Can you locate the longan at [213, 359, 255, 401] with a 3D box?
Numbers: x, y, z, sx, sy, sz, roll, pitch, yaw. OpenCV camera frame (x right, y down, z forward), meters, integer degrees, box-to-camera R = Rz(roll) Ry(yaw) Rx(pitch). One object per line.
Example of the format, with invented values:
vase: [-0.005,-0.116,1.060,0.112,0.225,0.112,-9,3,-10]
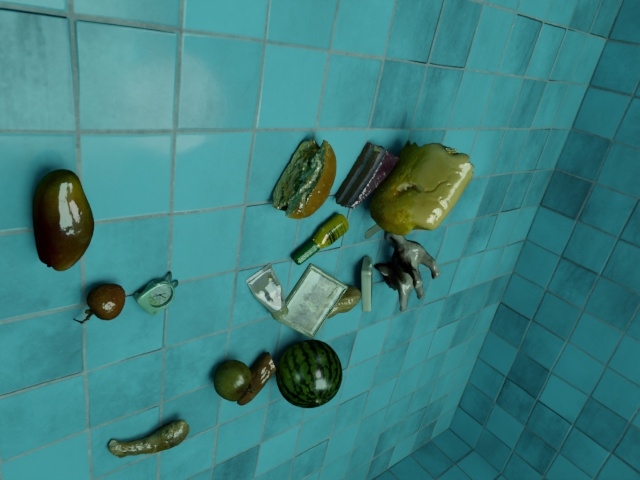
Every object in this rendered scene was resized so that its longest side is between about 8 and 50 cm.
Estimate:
longan: [-0.322,0.535,1.809,0.145,0.176,0.155,-53,157,-25]

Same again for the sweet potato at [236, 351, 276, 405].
sweet potato: [-0.259,0.570,1.947,0.097,0.097,0.252,32,91,-49]

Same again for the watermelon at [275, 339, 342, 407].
watermelon: [-0.048,0.556,2.001,0.285,0.285,0.286,-24,131,-31]

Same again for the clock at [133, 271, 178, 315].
clock: [-0.500,0.163,1.484,0.135,0.041,0.101,-41,137,-17]

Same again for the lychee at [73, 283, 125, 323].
lychee: [-0.611,0.184,1.344,0.101,0.114,0.140,30,74,-20]

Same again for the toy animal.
toy animal: [0.368,0.117,2.165,0.194,0.303,0.344,-25,156,-24]

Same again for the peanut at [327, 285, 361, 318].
peanut: [0.083,0.271,2.072,0.225,0.095,0.108,-21,118,-31]

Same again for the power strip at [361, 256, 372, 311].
power strip: [0.209,0.199,2.141,0.118,0.046,0.271,-78,166,-52]

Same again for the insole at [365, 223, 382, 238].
insole: [0.264,-0.064,2.092,0.188,0.004,0.064,-34,134,-24]

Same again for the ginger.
ginger: [-0.610,0.721,1.728,0.294,0.086,0.131,0,138,-39]

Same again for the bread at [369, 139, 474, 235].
bread: [0.362,-0.200,1.854,0.250,0.361,0.394,38,90,-13]

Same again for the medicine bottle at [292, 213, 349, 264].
medicine bottle: [0.000,0.000,1.837,0.260,0.064,0.095,-39,137,-17]

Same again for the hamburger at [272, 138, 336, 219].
hamburger: [-0.030,-0.197,1.614,0.156,0.143,0.283,26,95,-50]

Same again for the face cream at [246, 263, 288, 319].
face cream: [-0.191,0.201,1.798,0.114,0.070,0.224,-36,127,-21]

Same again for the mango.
mango: [-0.624,-0.050,1.165,0.133,0.111,0.268,1,118,-26]

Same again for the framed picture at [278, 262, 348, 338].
framed picture: [-0.035,0.253,1.949,0.217,0.017,0.275,31,93,-26]

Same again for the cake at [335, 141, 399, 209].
cake: [0.165,-0.247,1.794,0.295,0.115,0.113,-51,136,-8]
